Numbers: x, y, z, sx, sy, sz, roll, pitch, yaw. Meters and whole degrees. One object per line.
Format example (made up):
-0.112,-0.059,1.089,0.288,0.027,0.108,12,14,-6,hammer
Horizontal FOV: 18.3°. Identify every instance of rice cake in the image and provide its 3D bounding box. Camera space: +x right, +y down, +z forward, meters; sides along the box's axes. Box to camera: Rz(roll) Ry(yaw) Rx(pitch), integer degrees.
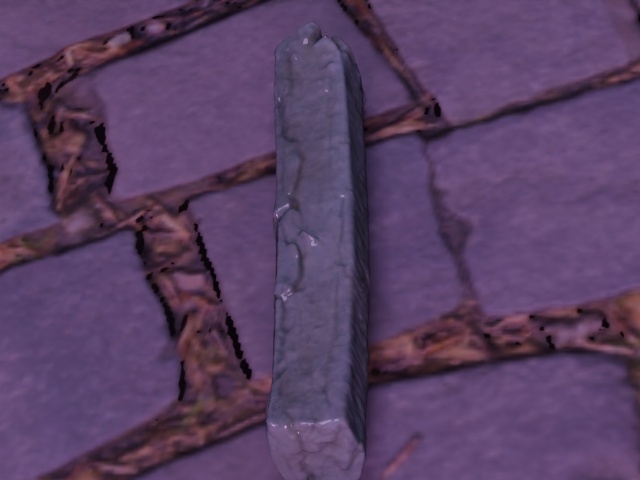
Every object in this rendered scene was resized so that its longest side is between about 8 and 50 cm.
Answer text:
0.000,0.000,0.849,0.042,0.045,0.245,-10,45,10,rice cake
